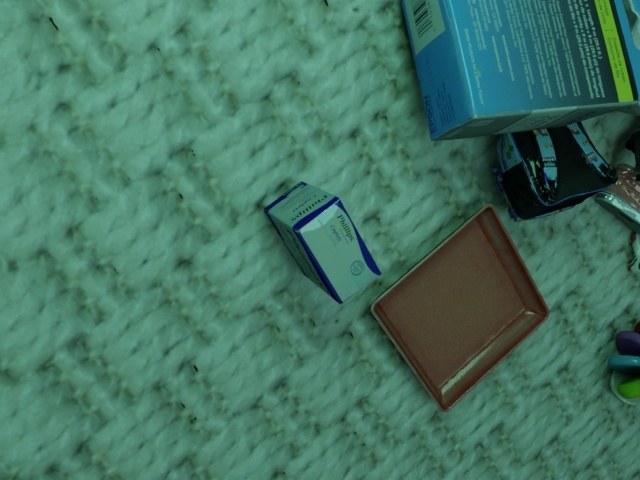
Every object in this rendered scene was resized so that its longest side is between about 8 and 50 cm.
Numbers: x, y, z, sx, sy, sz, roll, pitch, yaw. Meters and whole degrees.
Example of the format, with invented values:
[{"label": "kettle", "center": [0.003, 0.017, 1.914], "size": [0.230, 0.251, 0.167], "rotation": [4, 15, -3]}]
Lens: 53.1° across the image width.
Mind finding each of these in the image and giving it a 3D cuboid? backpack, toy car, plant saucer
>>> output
[{"label": "backpack", "center": [0.346, -0.132, 1.002], "size": [0.158, 0.117, 0.173], "rotation": [-17, 77, -21]}, {"label": "toy car", "center": [0.626, 0.223, 1.215], "size": [0.182, 0.159, 0.136], "rotation": [-29, 78, -15]}, {"label": "plant saucer", "center": [0.227, 0.110, 1.049], "size": [0.259, 0.048, 0.258], "rotation": [-40, 115, -11]}]

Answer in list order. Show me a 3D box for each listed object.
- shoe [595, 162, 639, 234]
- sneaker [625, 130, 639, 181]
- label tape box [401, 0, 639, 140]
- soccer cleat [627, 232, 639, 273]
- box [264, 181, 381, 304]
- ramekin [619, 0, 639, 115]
[{"label": "shoe", "center": [0.579, -0.063, 1.143], "size": [0.178, 0.063, 0.081], "rotation": [31, 91, -15]}, {"label": "sneaker", "center": [0.569, -0.183, 1.106], "size": [0.089, 0.170, 0.051], "rotation": [-14, 145, 22]}, {"label": "label tape box", "center": [0.301, -0.286, 0.902], "size": [0.348, 0.115, 0.248], "rotation": [-9, 84, -23]}, {"label": "soccer cleat", "center": [0.598, 0.023, 1.197], "size": [0.029, 0.036, 0.083], "rotation": [-4, 105, -23]}, {"label": "box", "center": [0.000, 0.000, 0.868], "size": [0.072, 0.137, 0.126], "rotation": [-36, 115, -11]}, {"label": "ramekin", "center": [0.534, -0.302, 1.045], "size": [0.207, 0.109, 0.207], "rotation": [-6, 105, -22]}]
